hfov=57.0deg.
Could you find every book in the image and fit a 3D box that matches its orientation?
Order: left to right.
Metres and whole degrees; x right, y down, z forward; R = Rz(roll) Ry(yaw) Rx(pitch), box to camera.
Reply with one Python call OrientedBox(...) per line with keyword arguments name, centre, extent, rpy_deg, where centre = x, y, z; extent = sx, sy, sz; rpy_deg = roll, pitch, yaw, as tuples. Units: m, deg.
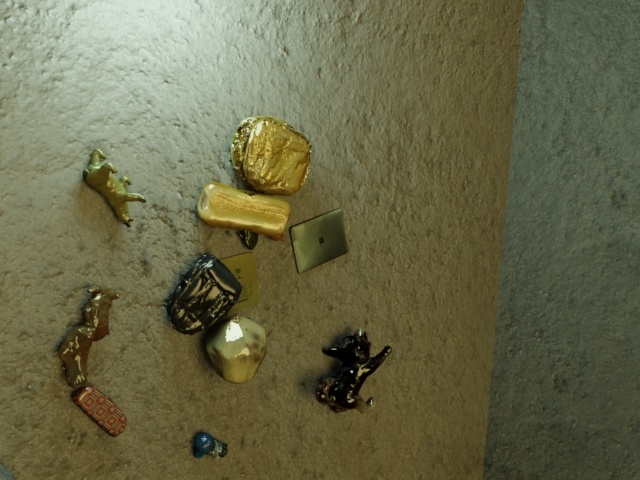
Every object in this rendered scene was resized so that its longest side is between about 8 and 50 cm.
OrientedBox(name="book", centre=(-0.286, 0.146, 2.019), extent=(0.168, 0.013, 0.192), rpy_deg=(-14, 105, -40))

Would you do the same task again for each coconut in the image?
OrientedBox(name="coconut", centre=(-0.275, 0.349, 1.938), extent=(0.224, 0.224, 0.224), rpy_deg=(-7, 100, -41))

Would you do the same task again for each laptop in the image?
OrientedBox(name="laptop", centre=(0.000, 0.000, 2.256), extent=(0.269, 0.015, 0.187), rpy_deg=(-23, 111, -38))

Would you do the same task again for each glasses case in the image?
OrientedBox(name="glasses case", centre=(-0.642, 0.494, 1.724), extent=(0.073, 0.049, 0.194), rpy_deg=(-49, 124, -28))

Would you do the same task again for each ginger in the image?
OrientedBox(name="ginger", centre=(-0.660, 0.270, 1.670), extent=(0.122, 0.084, 0.290), rpy_deg=(41, 63, -61))

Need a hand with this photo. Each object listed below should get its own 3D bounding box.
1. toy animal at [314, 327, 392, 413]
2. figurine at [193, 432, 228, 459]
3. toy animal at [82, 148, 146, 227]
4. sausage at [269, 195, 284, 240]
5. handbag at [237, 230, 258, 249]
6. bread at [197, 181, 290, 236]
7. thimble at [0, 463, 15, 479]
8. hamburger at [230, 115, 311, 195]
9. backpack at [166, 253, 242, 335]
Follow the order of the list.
OrientedBox(name="toy animal", centre=(0.112, 0.506, 2.308), extent=(0.303, 0.194, 0.344), rpy_deg=(33, 69, -45))
OrientedBox(name="figurine", centre=(-0.364, 0.693, 1.985), extent=(0.136, 0.079, 0.077), rpy_deg=(25, 38, -37))
OrientedBox(name="toy animal", centre=(-0.587, -0.144, 1.671), extent=(0.101, 0.103, 0.218), rpy_deg=(-43, 126, -7))
OrientedBox(name="sausage", centre=(-0.171, -0.071, 2.064), extent=(0.065, 0.065, 0.169), rpy_deg=(-28, 113, -36))
OrientedBox(name="handbag", centre=(-0.244, -0.018, 2.012), extent=(0.072, 0.047, 0.111), rpy_deg=(-21, 109, -43))
OrientedBox(name="bread", centre=(-0.251, -0.096, 1.933), extent=(0.305, 0.091, 0.142), rpy_deg=(12, 84, -27))
OrientedBox(name="thimble", centre=(-0.871, 0.662, 1.470), extent=(0.217, 0.157, 0.245), rpy_deg=(-38, 119, -33))
OrientedBox(name="hamburger", centre=(-0.170, -0.286, 1.983), extent=(0.283, 0.145, 0.259), rpy_deg=(30, 79, -44))
OrientedBox(name="backpack", centre=(-0.373, 0.182, 1.876), extent=(0.258, 0.133, 0.206), rpy_deg=(-50, 118, -13))
